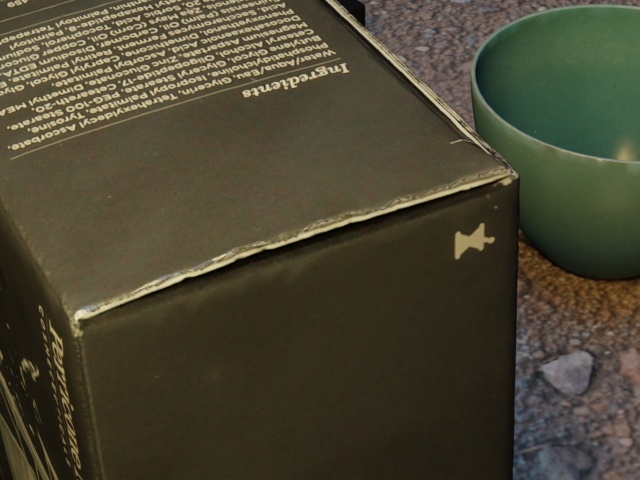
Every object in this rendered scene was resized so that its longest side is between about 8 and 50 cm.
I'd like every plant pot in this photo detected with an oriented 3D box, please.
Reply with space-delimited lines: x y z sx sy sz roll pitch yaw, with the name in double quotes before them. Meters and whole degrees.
"plant pot" 0.288 -0.077 1.626 0.290 0.195 0.290 0 36 0

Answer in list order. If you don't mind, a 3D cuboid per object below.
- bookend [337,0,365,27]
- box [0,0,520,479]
"bookend" 0.004 -0.230 1.957 0.157 0.072 0.156 -26 43 -30
"box" -0.094 0.067 1.208 0.297 0.480 0.472 -19 39 -20
